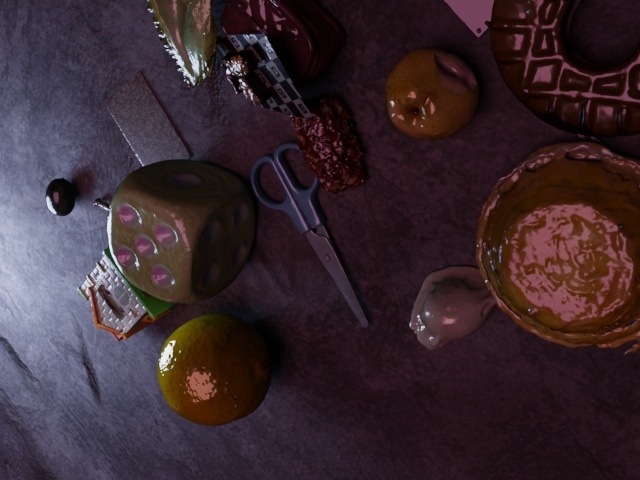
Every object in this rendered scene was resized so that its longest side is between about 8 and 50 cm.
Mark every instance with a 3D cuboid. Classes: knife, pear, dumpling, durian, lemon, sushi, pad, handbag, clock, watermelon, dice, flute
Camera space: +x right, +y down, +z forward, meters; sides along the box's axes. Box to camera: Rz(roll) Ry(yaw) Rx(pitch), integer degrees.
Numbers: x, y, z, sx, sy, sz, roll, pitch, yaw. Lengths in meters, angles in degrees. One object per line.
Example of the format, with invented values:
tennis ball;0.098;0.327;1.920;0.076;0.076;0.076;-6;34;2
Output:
knife;0.217;-0.467;1.279;0.245;0.019;0.072;47;123;2
knife;0.450;-0.189;1.261;0.170;0.010;0.023;44;121;10
pear;0.194;-0.256;1.292;0.178;0.178;0.177;13;117;27
dumpling;0.262;0.124;1.467;0.155;0.181;0.111;53;169;32
durian;-0.250;-0.500;1.461;0.198;0.163;0.394;16;115;24
lemon;-0.254;0.310;1.763;0.293;0.293;0.292;13;117;27
sushi;-0.138;-0.314;1.428;0.279;0.043;0.192;28;155;55
pad;-0.420;-0.268;1.771;0.158;0.003;0.234;-29;95;37
handbag;-0.076;-0.407;1.413;0.225;0.135;0.146;47;133;3
clock;-0.526;0.150;1.970;0.219;0.106;0.255;52;132;3
watermelon;-0.700;-0.118;1.969;0.078;0.078;0.110;19;119;24
dice;-0.310;-0.028;1.657;0.255;0.252;0.249;24;121;23
flute;-0.494;-0.058;1.899;0.233;0.027;0.027;24;122;20

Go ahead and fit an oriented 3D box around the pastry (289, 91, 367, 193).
pastry;0.017;-0.193;1.479;0.115;0.097;0.208;-4;110;44

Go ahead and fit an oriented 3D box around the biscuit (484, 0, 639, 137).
biscuit;0.438;-0.297;1.154;0.366;0.115;0.268;17;118;26

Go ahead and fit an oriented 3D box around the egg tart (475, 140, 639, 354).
egg tart;0.441;0.025;1.260;0.388;0.169;0.387;10;111;27

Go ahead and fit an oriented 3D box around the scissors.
scissors;0.000;0.000;1.613;0.193;0.029;0.447;-25;96;37
